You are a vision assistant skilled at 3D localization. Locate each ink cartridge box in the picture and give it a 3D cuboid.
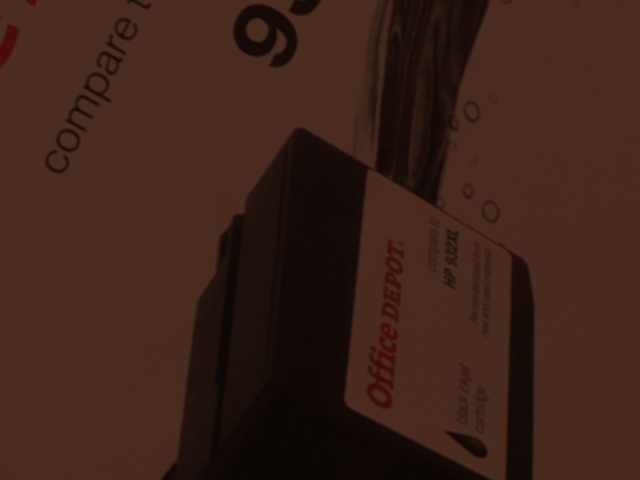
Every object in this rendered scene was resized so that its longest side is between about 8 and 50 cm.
[{"bbox_3d":[0.000,0.000,0.539,0.223,0.307,0.129,-64,21,-8],"label":"ink cartridge box"}]
